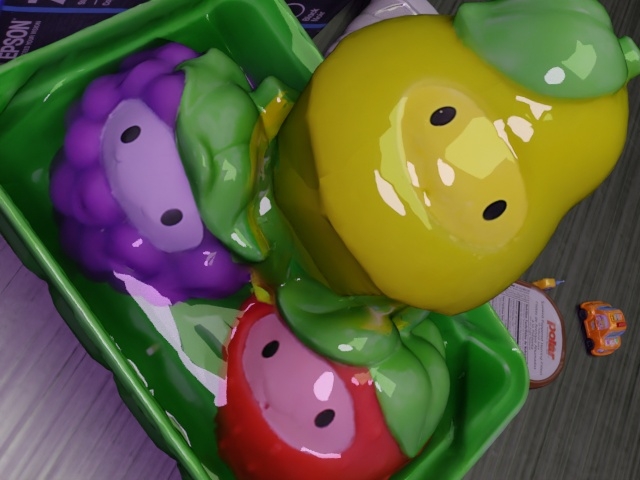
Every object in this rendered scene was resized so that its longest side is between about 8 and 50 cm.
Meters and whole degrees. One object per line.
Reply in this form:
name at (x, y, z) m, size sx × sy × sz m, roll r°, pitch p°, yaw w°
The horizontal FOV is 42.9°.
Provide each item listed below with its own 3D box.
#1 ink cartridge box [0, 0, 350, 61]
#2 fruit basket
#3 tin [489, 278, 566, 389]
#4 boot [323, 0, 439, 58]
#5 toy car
ink cartridge box at (-0.138, -0.189, 0.592) m, size 0.332 × 0.165 × 0.065 m, roll -5°, pitch 77°, yaw -31°
fruit basket at (0.000, 0.000, 0.495) m, size 0.283 × 0.392 × 0.392 m, roll -38°, pitch 95°, yaw -34°
tin at (0.153, 0.080, 0.760) m, size 0.189 × 0.040 × 0.106 m, roll 18°, pitch 70°, yaw -26°
boot at (0.115, -0.113, 0.776) m, size 0.258 × 0.095 × 0.123 m, roll 43°, pitch 63°, yaw -2°
toy car at (0.263, 0.078, 0.823) m, size 0.122 × 0.040 × 0.060 m, roll 17°, pitch 66°, yaw -26°
